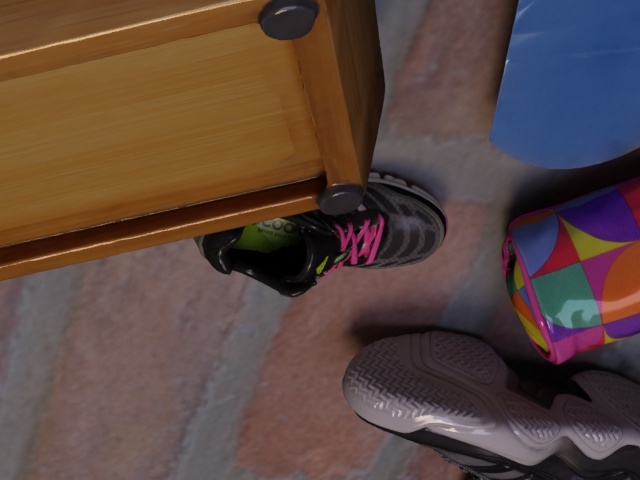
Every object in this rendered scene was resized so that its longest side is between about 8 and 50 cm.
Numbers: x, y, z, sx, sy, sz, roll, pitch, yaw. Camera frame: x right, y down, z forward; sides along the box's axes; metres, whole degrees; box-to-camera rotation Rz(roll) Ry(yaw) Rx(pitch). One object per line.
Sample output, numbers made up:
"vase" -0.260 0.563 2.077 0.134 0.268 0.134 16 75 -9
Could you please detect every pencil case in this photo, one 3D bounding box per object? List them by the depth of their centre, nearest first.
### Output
"pencil case" 0.229 -0.005 0.844 0.236 0.104 0.104 -22 129 -2

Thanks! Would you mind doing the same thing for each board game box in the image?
"board game box" 0.162 -0.119 0.779 0.133 0.033 0.169 -8 133 -16

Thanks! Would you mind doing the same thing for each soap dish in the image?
"soap dish" -0.114 -0.079 0.618 0.290 0.118 0.229 -13 153 1

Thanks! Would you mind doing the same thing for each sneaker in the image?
"sneaker" 0.000 0.000 0.793 0.170 0.075 0.063 6 124 -20
"sneaker" 0.116 0.158 0.925 0.268 0.101 0.153 13 119 -27
